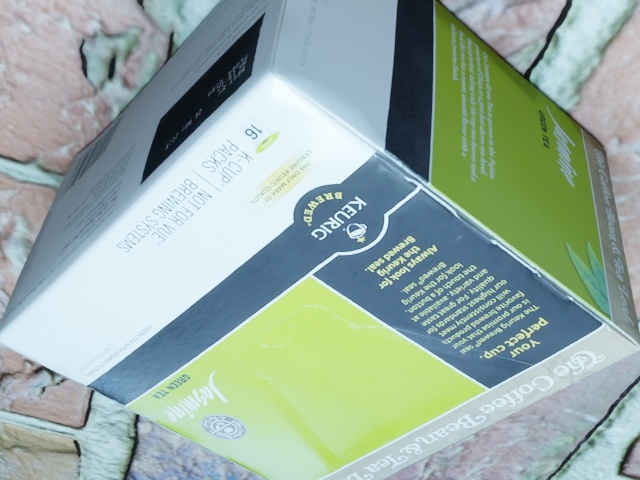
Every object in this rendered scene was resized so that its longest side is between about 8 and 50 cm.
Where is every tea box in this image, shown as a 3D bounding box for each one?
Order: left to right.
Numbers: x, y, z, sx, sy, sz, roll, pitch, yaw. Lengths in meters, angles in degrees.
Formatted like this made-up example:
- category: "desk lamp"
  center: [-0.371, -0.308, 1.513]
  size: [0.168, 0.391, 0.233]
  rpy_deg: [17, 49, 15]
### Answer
- category: "tea box"
  center: [0.000, 0.000, 0.712]
  size: [0.324, 0.220, 0.329]
  rpy_deg: [35, 129, -24]
